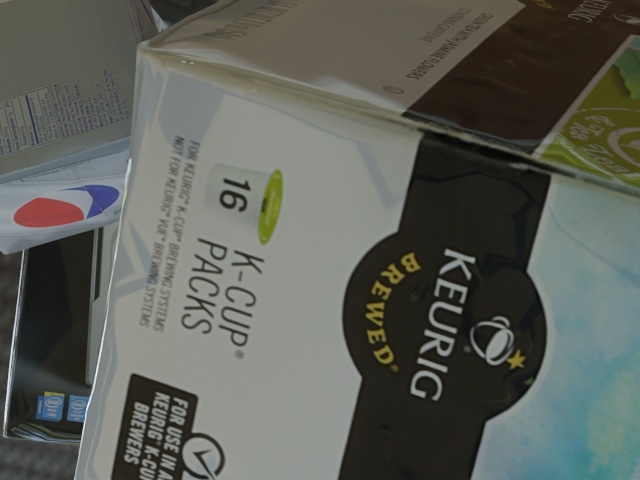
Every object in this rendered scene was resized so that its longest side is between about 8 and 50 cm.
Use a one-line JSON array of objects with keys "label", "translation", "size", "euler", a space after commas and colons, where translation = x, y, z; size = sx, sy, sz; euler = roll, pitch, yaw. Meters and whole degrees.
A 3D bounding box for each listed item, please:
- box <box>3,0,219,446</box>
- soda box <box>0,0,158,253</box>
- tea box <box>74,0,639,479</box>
[{"label": "box", "translation": [0.000, 0.000, 1.012], "size": [0.076, 0.307, 0.242], "euler": [-110, 29, -83]}, {"label": "soda box", "translation": [-0.133, -0.147, 0.787], "size": [0.091, 0.098, 0.286], "euler": [-17, 75, 2]}, {"label": "tea box", "translation": [0.098, 0.111, 0.603], "size": [0.220, 0.323, 0.329], "euler": [-45, -31, -65]}]
